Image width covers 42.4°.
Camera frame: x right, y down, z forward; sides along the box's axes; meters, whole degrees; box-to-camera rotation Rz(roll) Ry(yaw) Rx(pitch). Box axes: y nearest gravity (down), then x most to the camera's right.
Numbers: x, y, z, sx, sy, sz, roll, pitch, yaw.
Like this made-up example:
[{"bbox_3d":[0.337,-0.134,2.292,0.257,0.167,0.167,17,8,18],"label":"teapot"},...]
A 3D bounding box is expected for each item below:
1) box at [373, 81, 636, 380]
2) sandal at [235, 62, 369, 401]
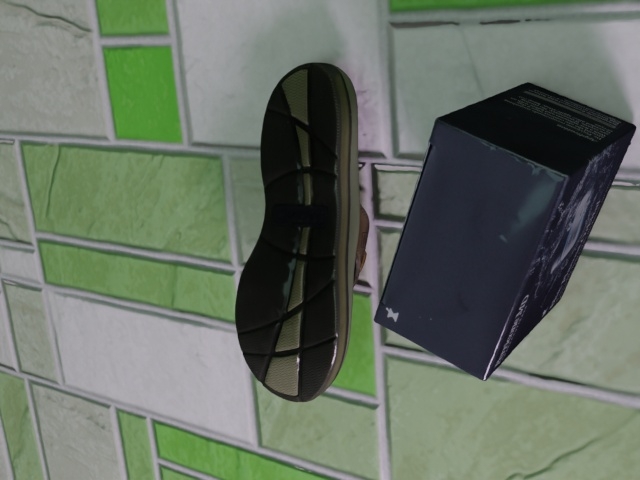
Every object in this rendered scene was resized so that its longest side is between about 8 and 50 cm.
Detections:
[{"bbox_3d":[0.130,-0.013,0.578,0.093,0.158,0.155,29,122,24],"label":"box"},{"bbox_3d":[0.001,-0.001,0.729,0.120,0.086,0.302,15,100,37],"label":"sandal"}]
